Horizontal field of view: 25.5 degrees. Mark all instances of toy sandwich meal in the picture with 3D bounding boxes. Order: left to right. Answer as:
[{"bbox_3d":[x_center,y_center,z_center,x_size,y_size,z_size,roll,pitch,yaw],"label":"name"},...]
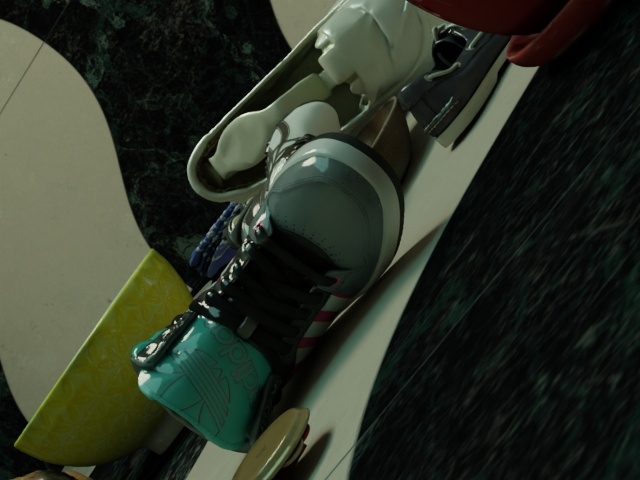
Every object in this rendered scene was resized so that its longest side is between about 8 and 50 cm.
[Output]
[{"bbox_3d":[-0.027,0.141,0.880,0.085,0.029,0.085,-50,8,10],"label":"toy sandwich meal"}]

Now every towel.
[{"bbox_3d":[-0.013,-0.086,1.758,0.243,0.040,0.336,-30,-12,-42],"label":"towel"}]

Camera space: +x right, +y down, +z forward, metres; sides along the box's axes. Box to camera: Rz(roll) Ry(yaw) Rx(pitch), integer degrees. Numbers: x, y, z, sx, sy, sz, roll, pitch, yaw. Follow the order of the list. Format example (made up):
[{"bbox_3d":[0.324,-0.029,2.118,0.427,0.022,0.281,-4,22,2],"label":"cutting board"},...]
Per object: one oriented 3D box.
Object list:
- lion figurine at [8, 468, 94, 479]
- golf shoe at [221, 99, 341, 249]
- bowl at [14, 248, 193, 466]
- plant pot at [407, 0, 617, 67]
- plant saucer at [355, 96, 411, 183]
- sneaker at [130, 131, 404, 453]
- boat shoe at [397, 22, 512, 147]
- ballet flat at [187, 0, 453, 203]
[{"bbox_3d":[-0.362,0.366,1.841,0.240,0.142,0.392,-47,2,5],"label":"lion figurine"},{"bbox_3d":[-0.010,-0.059,1.257,0.094,0.077,0.198,-33,27,47],"label":"golf shoe"},{"bbox_3d":[-0.226,0.170,1.722,0.289,0.156,0.289,-54,5,7],"label":"bowl"},{"bbox_3d":[0.130,-0.225,0.948,0.191,0.174,0.191,-54,5,7],"label":"plant pot"},{"bbox_3d":[0.000,0.000,1.376,0.311,0.050,0.310,-53,6,8],"label":"plant saucer"},{"bbox_3d":[-0.051,0.059,1.041,0.178,0.123,0.295,-53,-5,-39],"label":"sneaker"},{"bbox_3d":[0.125,-0.165,1.200,0.075,0.065,0.206,-49,8,50],"label":"boat shoe"},{"bbox_3d":[0.008,-0.160,1.470,0.400,0.139,0.139,-39,12,27],"label":"ballet flat"}]
